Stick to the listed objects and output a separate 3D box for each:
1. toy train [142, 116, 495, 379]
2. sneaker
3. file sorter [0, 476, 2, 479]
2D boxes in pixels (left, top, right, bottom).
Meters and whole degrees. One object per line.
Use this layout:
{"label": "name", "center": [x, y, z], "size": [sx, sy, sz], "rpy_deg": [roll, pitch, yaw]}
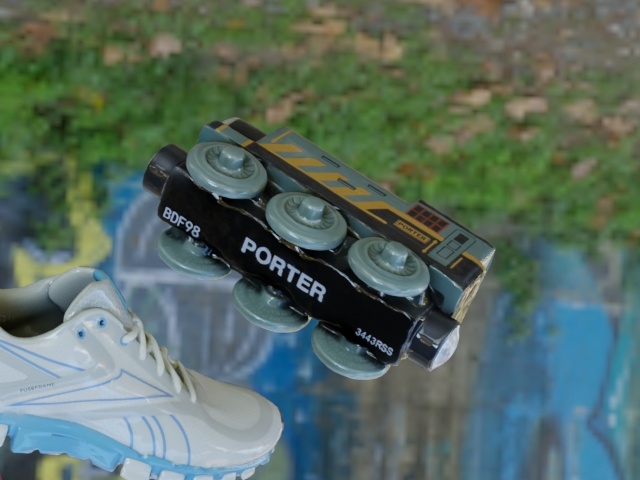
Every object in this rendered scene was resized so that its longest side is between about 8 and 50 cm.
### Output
{"label": "toy train", "center": [0.000, 0.000, 1.717], "size": [0.334, 0.142, 0.190], "rpy_deg": [31, -148, 16]}
{"label": "sneaker", "center": [-0.093, 0.056, 0.830], "size": [0.191, 0.083, 0.071], "rpy_deg": [14, -159, -30]}
{"label": "file sorter", "center": [-0.304, 0.288, 1.050], "size": [0.182, 0.202, 0.290], "rpy_deg": [11, 133, -39]}
